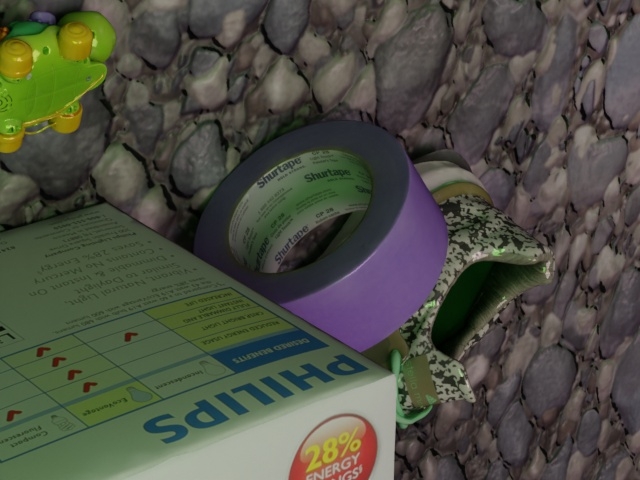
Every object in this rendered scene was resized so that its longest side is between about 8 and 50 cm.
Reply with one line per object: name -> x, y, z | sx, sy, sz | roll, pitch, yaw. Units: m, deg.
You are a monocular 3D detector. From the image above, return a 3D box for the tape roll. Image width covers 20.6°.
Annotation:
tape roll -> 0.000, 0.000, 1.394 | 0.189, 0.189, 0.080 | -48, 133, -13

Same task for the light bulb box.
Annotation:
light bulb box -> -0.194, 0.167, 1.187 | 0.358, 0.361, 0.225 | -18, 120, -33

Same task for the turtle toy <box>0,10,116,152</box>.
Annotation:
turtle toy -> -0.197, -0.125, 1.252 | 0.130, 0.066, 0.095 | -23, 146, -34

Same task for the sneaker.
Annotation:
sneaker -> 0.040, 0.104, 1.481 | 0.410, 0.182, 0.158 | -49, 133, -11
